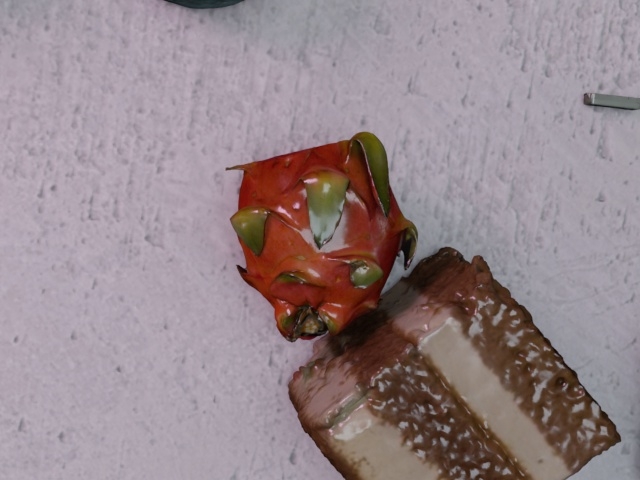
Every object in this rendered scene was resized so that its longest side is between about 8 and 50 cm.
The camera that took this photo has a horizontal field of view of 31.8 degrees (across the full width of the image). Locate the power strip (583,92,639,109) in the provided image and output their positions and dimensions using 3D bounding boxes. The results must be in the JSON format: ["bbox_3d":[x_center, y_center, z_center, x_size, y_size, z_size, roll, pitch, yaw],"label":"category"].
[{"bbox_3d":[0.384,-0.182,1.467,0.083,0.027,0.017,6,95,-10],"label":"power strip"}]

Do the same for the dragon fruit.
[{"bbox_3d":[0.001,-0.006,1.322,0.224,0.224,0.227,-21,87,-8],"label":"dragon fruit"}]

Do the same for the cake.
[{"bbox_3d":[0.148,0.196,1.339,0.290,0.256,0.282,-41,100,-1],"label":"cake"}]

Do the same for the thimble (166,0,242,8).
[{"bbox_3d":[-0.131,-0.378,1.316,0.235,0.143,0.198,-4,94,-11],"label":"thimble"}]
